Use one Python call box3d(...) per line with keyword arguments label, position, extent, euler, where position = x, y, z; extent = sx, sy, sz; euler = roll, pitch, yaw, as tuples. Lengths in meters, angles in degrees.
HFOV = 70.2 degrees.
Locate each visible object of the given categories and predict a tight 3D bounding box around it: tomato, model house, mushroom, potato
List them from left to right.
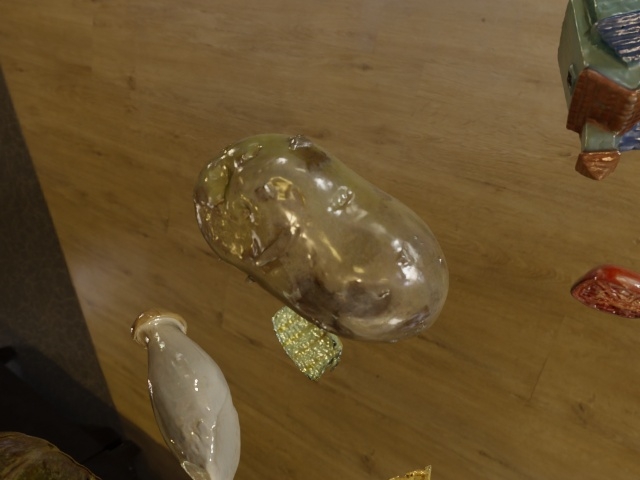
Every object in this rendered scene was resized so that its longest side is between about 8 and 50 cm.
box3d(label="mushroom", position=(-0.227, 0.249, 0.769), extent=(0.350, 0.128, 0.128), euler=(48, 123, 38))
box3d(label="potato", position=(0.000, 0.000, 0.446), extent=(0.262, 0.165, 0.165), euler=(35, 118, 4))
box3d(label="tomato", position=(0.672, 0.109, 1.017), extent=(0.174, 0.166, 0.082), euler=(25, 71, 16))
box3d(label="model house", position=(0.588, -0.285, 0.851), extent=(0.252, 0.295, 0.329), euler=(3, 72, 22))

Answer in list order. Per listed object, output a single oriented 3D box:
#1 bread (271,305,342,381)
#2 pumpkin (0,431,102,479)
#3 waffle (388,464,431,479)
box3d(label="bread", position=(-0.020, 0.190, 0.919), extent=(0.103, 0.110, 0.156), euler=(-34, 85, 8))
box3d(label="pumpkin", position=(-0.273, 0.276, 0.392), extent=(0.219, 0.162, 0.218), euler=(9, 128, 12))
box3d(label="waffle", position=(0.164, 0.576, 1.085), extent=(0.191, 0.125, 0.032), euler=(1, 115, 16))
